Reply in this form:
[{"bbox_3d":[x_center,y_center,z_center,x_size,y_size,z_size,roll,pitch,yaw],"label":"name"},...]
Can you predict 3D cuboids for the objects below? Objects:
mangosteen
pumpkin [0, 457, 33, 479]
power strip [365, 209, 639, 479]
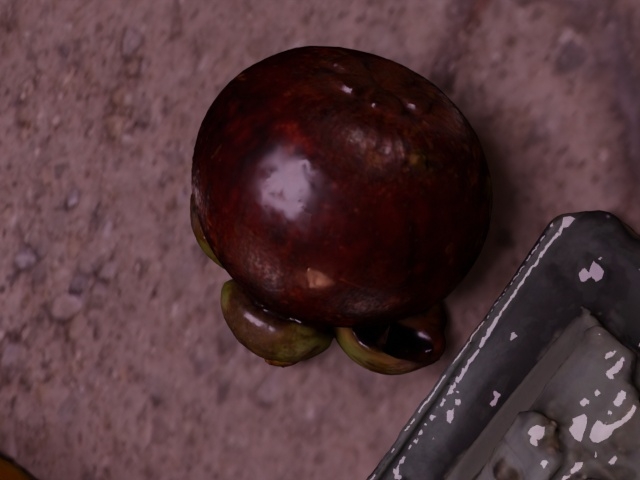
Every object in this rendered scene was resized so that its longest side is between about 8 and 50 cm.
[{"bbox_3d":[-0.004,-0.004,0.608,0.156,0.146,0.181,47,110,28],"label":"mangosteen"},{"bbox_3d":[-0.210,0.222,0.677,0.317,0.222,0.139,33,104,35],"label":"pumpkin"},{"bbox_3d":[0.118,0.115,0.556,0.198,0.064,0.213,43,109,34],"label":"power strip"}]
